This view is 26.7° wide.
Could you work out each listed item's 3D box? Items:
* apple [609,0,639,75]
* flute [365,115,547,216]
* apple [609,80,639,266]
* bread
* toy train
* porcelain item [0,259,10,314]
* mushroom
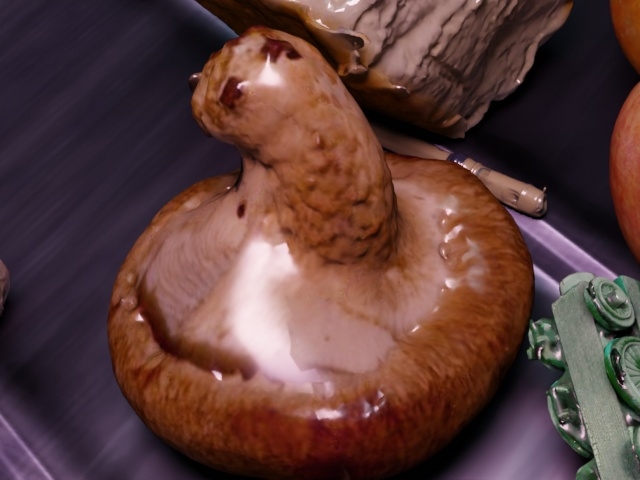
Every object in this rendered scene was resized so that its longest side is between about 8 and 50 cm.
[{"bbox_3d":[0.329,-0.170,0.959,0.235,0.173,0.210,45,105,20],"label":"apple"},{"bbox_3d":[0.068,-0.070,1.019,0.233,0.027,0.027,26,59,26],"label":"flute"},{"bbox_3d":[0.274,-0.034,0.819,0.188,0.173,0.188,-16,14,4],"label":"apple"},{"bbox_3d":[0.040,-0.218,0.996,0.250,0.279,0.225,34,91,28],"label":"bread"},{"bbox_3d":[0.192,0.101,0.819,0.105,0.071,0.178,19,45,-35],"label":"toy train"},{"bbox_3d":[-0.277,0.098,0.903,0.081,0.069,0.215,12,51,2],"label":"porcelain item"},{"bbox_3d":[-0.006,0.031,0.847,0.267,0.254,0.267,-6,73,20],"label":"mushroom"}]
